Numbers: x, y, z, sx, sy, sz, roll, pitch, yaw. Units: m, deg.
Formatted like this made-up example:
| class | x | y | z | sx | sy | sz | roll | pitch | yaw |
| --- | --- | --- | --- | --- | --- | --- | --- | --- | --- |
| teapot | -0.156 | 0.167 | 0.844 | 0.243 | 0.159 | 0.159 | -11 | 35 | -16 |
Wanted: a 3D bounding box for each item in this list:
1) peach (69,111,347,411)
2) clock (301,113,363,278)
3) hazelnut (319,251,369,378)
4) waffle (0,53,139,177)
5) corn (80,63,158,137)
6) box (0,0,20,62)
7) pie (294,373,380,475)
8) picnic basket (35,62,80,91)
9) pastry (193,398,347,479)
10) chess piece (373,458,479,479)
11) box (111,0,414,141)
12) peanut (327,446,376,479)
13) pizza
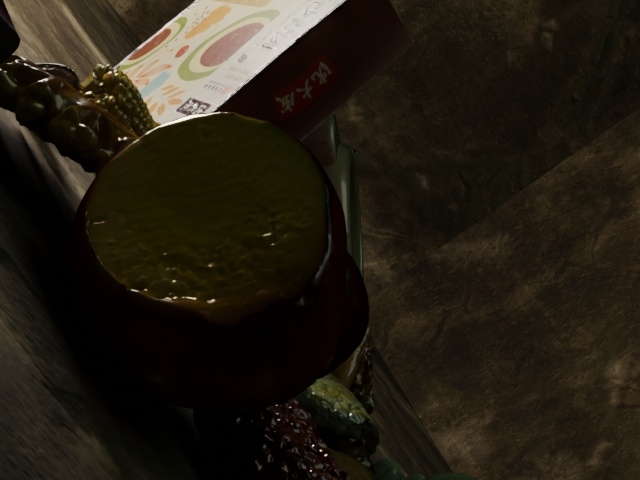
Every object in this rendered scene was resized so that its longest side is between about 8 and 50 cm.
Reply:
| class | x | y | z | sx | sy | sz | roll | pitch | yaw |
| --- | --- | --- | --- | --- | --- | --- | --- | --- | --- |
| peach | -0.081 | 0.035 | 1.313 | 0.245 | 0.248 | 0.275 | 50 | 10 | -36 |
| clock | 0.000 | 0.000 | 2.175 | 0.284 | 0.114 | 0.310 | 80 | 8 | -60 |
| hazelnut | -0.065 | 0.072 | 1.690 | 0.234 | 0.218 | 0.218 | 32 | 0 | 9 |
| waffle | -0.221 | -0.095 | 1.525 | 0.325 | 0.068 | 0.302 | 39 | -3 | -36 |
| corn | -0.233 | -0.104 | 2.002 | 0.292 | 0.101 | 0.101 | 57 | 1 | -37 |
| box | -0.329 | -0.198 | 1.264 | 0.069 | 0.120 | 0.224 | 48 | 8 | -39 |
| pie | -0.029 | 0.190 | 1.858 | 0.257 | 0.105 | 0.274 | 46 | 3 | -1 |
| picnic basket | -0.312 | -0.178 | 1.731 | 0.072 | 0.072 | 0.083 | 52 | 15 | -40 |
| pastry | -0.053 | 0.197 | 1.386 | 0.115 | 0.097 | 0.208 | 35 | 15 | -45 |
| chess piece | 0.151 | 0.400 | 2.166 | 0.176 | 0.175 | 0.298 | 54 | -10 | -8 |
| box | -0.111 | -0.248 | 2.170 | 0.122 | 0.344 | 0.385 | 56 | -15 | -28 |
| peanut | 0.037 | 0.308 | 1.568 | 0.101 | 0.117 | 0.263 | -3 | 43 | -38 |
| pizza | 0.038 | 0.228 | 2.084 | 0.147 | 0.069 | 0.226 | -58 | 159 | -58 |
